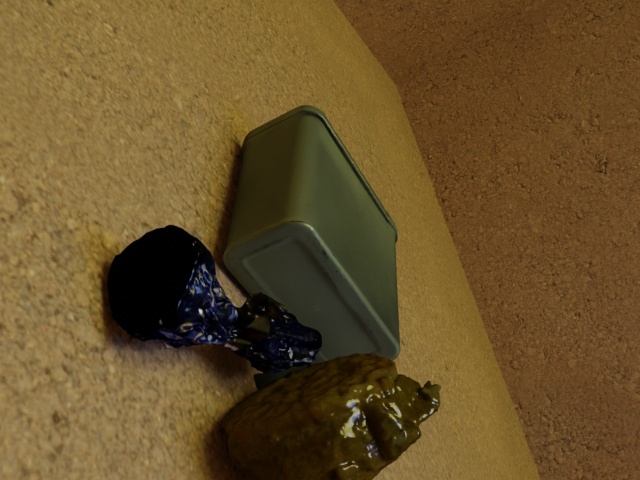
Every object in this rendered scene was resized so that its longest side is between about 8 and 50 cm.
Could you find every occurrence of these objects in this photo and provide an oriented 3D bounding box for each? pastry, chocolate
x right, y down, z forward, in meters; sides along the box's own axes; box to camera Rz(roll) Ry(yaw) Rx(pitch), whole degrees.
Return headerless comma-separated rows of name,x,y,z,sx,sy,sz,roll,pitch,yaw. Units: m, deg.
pastry,0.004,0.220,0.790,0.132,0.235,0.240,61,30,-3
chocolate,-0.096,0.108,0.800,0.343,0.148,0.126,40,39,-48

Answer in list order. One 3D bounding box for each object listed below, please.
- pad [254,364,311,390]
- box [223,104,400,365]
pad,-0.037,0.251,0.984,0.193,0.004,0.116,13,55,-66
box,0.000,0.000,1.118,0.352,0.178,0.343,54,22,-31
